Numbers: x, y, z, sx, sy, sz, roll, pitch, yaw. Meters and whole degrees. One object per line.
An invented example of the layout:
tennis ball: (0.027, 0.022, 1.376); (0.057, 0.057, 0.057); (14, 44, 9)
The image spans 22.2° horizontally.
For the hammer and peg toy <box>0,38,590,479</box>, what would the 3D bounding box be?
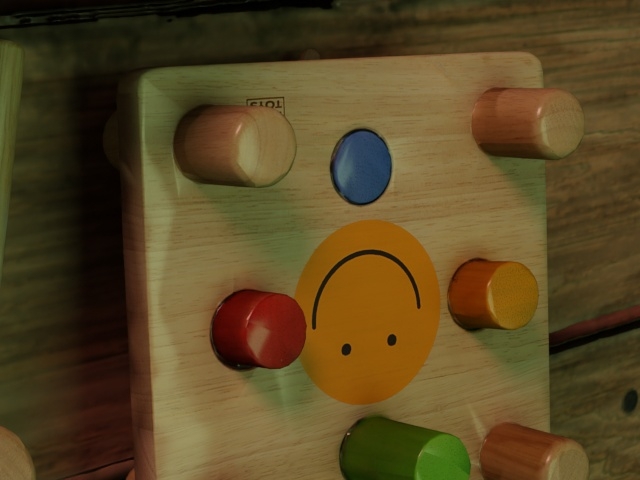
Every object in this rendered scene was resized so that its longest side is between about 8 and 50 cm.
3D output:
hammer and peg toy: (-0.026, 0.033, 0.793); (0.361, 0.127, 0.265); (-6, 98, -35)

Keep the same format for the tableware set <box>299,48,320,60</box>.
tableware set: (0.000, 0.000, 0.914); (0.128, 0.039, 0.194); (24, 80, -35)
